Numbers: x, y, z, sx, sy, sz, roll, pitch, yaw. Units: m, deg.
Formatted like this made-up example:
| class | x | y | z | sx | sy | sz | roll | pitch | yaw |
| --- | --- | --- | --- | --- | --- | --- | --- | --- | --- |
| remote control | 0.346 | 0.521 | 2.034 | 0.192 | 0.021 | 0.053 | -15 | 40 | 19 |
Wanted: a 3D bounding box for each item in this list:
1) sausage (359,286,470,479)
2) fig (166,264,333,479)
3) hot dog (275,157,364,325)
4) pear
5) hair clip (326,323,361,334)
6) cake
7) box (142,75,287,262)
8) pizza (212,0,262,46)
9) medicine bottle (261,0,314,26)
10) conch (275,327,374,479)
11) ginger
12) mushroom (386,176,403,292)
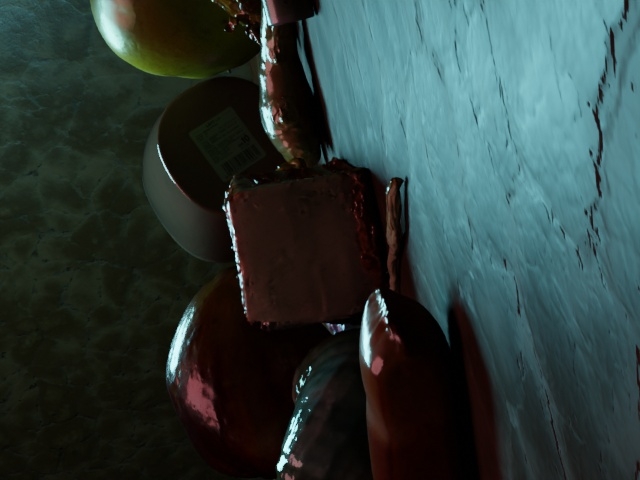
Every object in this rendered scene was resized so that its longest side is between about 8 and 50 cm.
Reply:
| class | x | y | z | sx | sy | sz | roll | pitch | yaw |
| --- | --- | --- | --- | --- | --- | --- | --- | --- | --- |
| sausage | 0.081 | 0.166 | 0.984 | 0.089 | 0.083 | 0.300 | -86 | -10 | -56 |
| fig | -0.067 | 0.167 | 1.348 | 0.263 | 0.224 | 0.224 | 49 | 174 | 3 |
| hot dog | 0.000 | 0.000 | 1.428 | 0.115 | 0.072 | 0.269 | 43 | -160 | -40 |
| pear | -0.201 | -0.374 | 1.825 | 0.336 | 0.285 | 0.285 | 30 | -154 | -34 |
| hair clip | 0.044 | 0.115 | 1.489 | 0.106 | 0.084 | 0.292 | 112 | 153 | -53 |
| cake | -0.032 | -0.052 | 1.299 | 0.262 | 0.158 | 0.160 | -106 | 8 | -47 |
| box | -0.159 | -0.127 | 2.015 | 0.216 | 0.301 | 0.301 | 120 | 137 | -75 |
| pizza | -0.091 | -0.338 | 1.611 | 0.194 | 0.154 | 0.069 | 56 | 161 | -13 |
| medicine bottle | -0.054 | -0.341 | 1.311 | 0.057 | 0.057 | 0.199 | -120 | 17 | -77 |
| conch | 0.044 | 0.221 | 1.163 | 0.277 | 0.195 | 0.220 | 51 | -158 | 22 |
| ginger | -0.044 | -0.206 | 1.565 | 0.148 | 0.081 | 0.334 | -84 | -13 | -50 |
| mushroom | 0.067 | 0.012 | 1.096 | 0.028 | 0.026 | 0.286 | 56 | 166 | 26 |
